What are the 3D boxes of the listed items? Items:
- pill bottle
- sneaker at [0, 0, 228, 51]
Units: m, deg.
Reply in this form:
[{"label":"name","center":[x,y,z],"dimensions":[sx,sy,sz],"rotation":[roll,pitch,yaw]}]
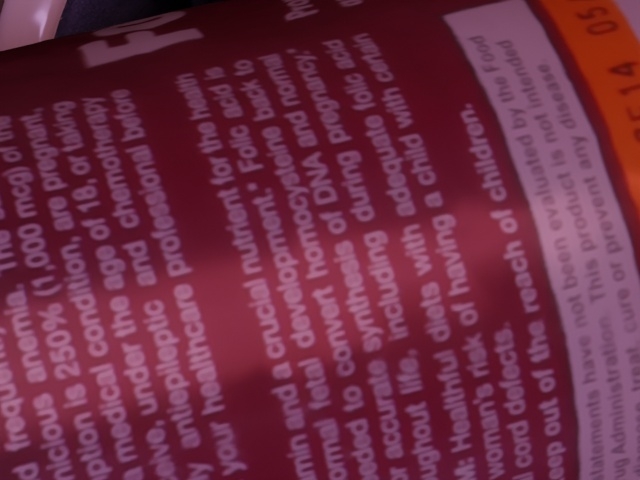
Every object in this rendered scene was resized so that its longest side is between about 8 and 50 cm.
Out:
[{"label":"pill bottle","center":[-0.067,0.041,0.526],"dimensions":[0.392,0.224,0.224],"rotation":[-14,80,-11]},{"label":"sneaker","center":[0.011,-0.157,0.649],"dimensions":[0.148,0.131,0.350],"rotation":[36,74,4]}]
